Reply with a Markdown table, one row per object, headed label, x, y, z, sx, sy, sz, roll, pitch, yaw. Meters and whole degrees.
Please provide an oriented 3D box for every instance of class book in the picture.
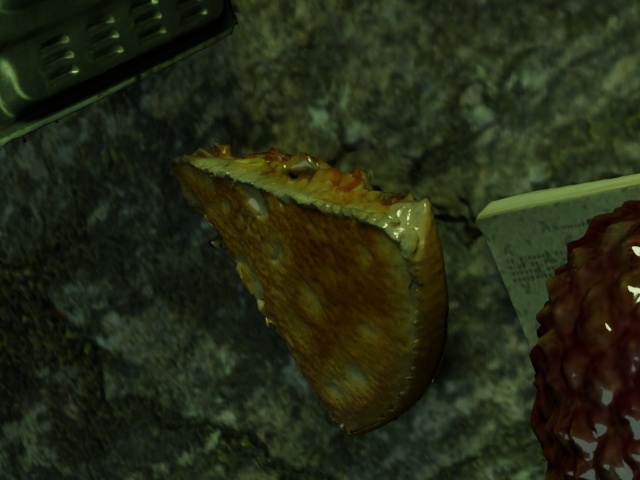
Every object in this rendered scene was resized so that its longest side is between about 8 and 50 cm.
| label | x | y | z | sx | sy | sz | roll | pitch | yaw |
| --- | --- | --- | --- | --- | --- | --- | --- | --- | --- |
| book | 0.162 | 0.064 | 0.901 | 0.138 | 0.016 | 0.198 | -11 | 106 | 49 |

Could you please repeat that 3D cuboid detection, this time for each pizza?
| label | x | y | z | sx | sy | sz | roll | pitch | yaw |
| --- | --- | --- | --- | --- | --- | --- | --- | --- | --- |
| pizza | 0.000 | 0.000 | 0.999 | 0.193 | 0.053 | 0.201 | 46 | 150 | 14 |

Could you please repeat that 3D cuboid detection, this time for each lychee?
| label | x | y | z | sx | sy | sz | roll | pitch | yaw |
| --- | --- | --- | --- | --- | --- | --- | --- | --- | --- |
| lychee | 0.170 | 0.062 | 0.758 | 0.188 | 0.188 | 0.188 | 25 | 130 | 34 |

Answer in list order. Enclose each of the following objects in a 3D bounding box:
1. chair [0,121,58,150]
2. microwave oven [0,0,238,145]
| label | x | y | z | sx | sy | sz | roll | pitch | yaw |
| --- | --- | --- | --- | --- | --- | --- | --- | --- | --- |
| chair | -0.200 | -0.102 | 1.157 | 0.037 | 0.042 | 0.086 | -11 | 106 | 45 |
| microwave oven | -0.221 | -0.227 | 0.909 | 0.218 | 0.286 | 0.355 | 2 | 114 | 45 |
